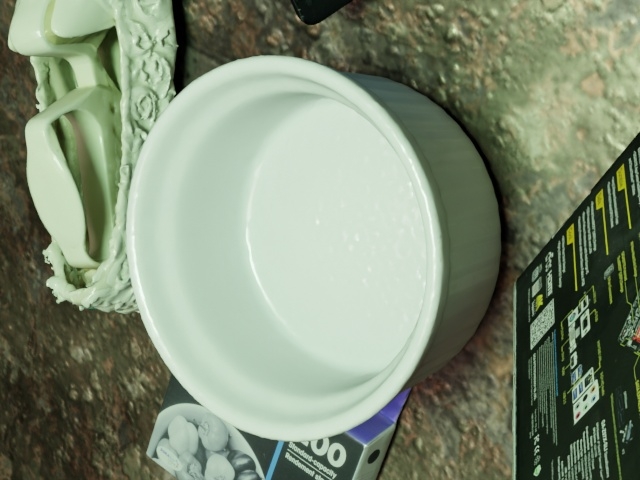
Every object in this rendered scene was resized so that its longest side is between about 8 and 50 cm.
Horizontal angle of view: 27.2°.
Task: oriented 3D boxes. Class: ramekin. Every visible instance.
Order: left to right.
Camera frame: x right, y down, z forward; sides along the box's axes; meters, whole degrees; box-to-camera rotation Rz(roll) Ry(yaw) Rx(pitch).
[{"bbox_3d":[0.000,0.000,0.992,0.277,0.135,0.277,6,100,34],"label":"ramekin"}]

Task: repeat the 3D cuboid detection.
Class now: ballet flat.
[{"bbox_3d":[-0.195,-0.130,1.120,0.147,0.147,0.408,-2,99,37],"label":"ballet flat"}]

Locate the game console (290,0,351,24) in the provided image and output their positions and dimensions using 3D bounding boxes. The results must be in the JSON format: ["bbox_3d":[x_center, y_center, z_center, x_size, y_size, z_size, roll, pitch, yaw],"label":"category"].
[{"bbox_3d":[0.032,-0.219,0.920,0.085,0.124,0.144,46,167,44],"label":"game console"}]

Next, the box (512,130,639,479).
[{"bbox_3d":[0.209,0.043,0.751,0.079,0.322,0.257,30,122,-11],"label":"box"}]

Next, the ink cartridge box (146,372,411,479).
[{"bbox_3d":[-0.041,0.152,1.127,0.206,0.045,0.208,32,116,27],"label":"ink cartridge box"}]
